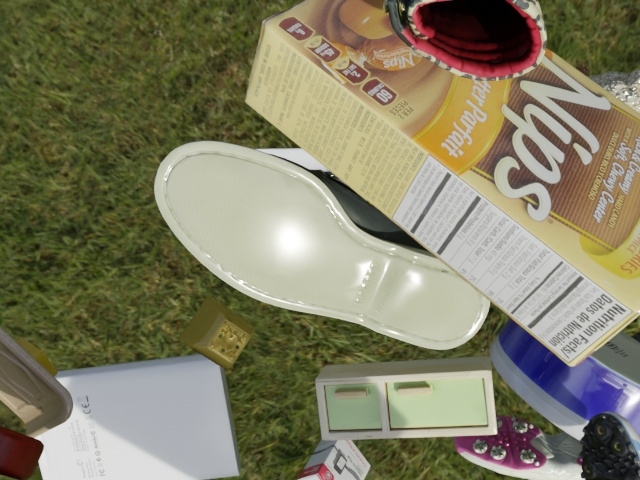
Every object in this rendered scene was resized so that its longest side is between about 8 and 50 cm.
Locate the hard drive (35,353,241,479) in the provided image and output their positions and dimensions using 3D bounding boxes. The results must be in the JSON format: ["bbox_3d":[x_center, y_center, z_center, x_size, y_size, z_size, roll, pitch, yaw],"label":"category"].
[{"bbox_3d":[-0.336,0.332,1.300,0.353,0.047,0.233,-7,105,2],"label":"hard drive"}]

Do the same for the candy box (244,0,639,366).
[{"bbox_3d":[0.121,-0.079,0.552,0.316,0.087,0.183,40,54,12],"label":"candy box"}]

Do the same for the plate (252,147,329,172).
[{"bbox_3d":[-0.029,-0.058,1.238,0.278,0.045,0.277,0,46,5],"label":"plate"}]

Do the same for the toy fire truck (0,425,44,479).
[{"bbox_3d":[-0.285,0.212,0.537,0.254,0.302,0.169,5,63,31],"label":"toy fire truck"}]

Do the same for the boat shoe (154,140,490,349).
[{"bbox_3d":[0.002,-0.003,0.697,0.340,0.113,0.127,20,104,-17],"label":"boat shoe"}]

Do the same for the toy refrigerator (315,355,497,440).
[{"bbox_3d":[0.135,0.249,1.135,0.270,0.094,0.102,-5,95,13],"label":"toy refrigerator"}]

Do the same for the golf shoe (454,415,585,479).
[{"bbox_3d":[0.392,0.399,1.291,0.306,0.140,0.115,6,38,14],"label":"golf shoe"}]

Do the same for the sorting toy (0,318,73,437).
[{"bbox_3d":[-0.352,0.118,0.778,0.208,0.193,0.038,50,52,-6],"label":"sorting toy"}]

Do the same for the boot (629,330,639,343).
[{"bbox_3d":[0.585,0.368,1.352,0.367,0.445,0.146,-22,41,-18],"label":"boot"}]

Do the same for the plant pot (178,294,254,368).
[{"bbox_3d":[-0.145,0.140,1.059,0.081,0.083,0.081,37,81,-21],"label":"plant pot"}]

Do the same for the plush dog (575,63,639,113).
[{"bbox_3d":[0.563,-0.227,1.274,0.226,0.262,0.210,1,57,12],"label":"plush dog"}]

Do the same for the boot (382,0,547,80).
[{"bbox_3d":[0.049,-0.213,0.450,0.236,0.085,0.178,26,47,-21],"label":"boot"}]

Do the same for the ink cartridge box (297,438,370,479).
[{"bbox_3d":[0.031,0.492,1.535,0.063,0.150,0.109,-31,99,33],"label":"ink cartridge box"}]

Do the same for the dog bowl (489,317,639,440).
[{"bbox_3d":[0.383,0.186,1.033,0.265,0.265,0.104,33,107,15],"label":"dog bowl"}]

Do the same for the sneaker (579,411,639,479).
[{"bbox_3d":[0.345,0.281,0.739,0.086,0.085,0.237,-23,83,-32],"label":"sneaker"}]
